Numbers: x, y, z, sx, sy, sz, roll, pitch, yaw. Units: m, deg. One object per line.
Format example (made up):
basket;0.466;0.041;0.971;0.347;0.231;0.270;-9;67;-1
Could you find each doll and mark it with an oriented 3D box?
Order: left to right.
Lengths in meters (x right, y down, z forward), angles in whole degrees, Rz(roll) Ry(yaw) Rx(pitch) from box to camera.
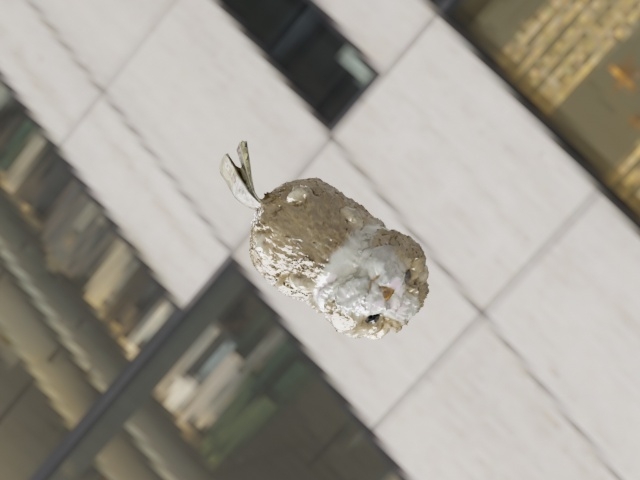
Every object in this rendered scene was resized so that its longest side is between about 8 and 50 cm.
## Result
doll;-0.005;0.004;1.719;0.221;0.105;0.115;31;-173;12
